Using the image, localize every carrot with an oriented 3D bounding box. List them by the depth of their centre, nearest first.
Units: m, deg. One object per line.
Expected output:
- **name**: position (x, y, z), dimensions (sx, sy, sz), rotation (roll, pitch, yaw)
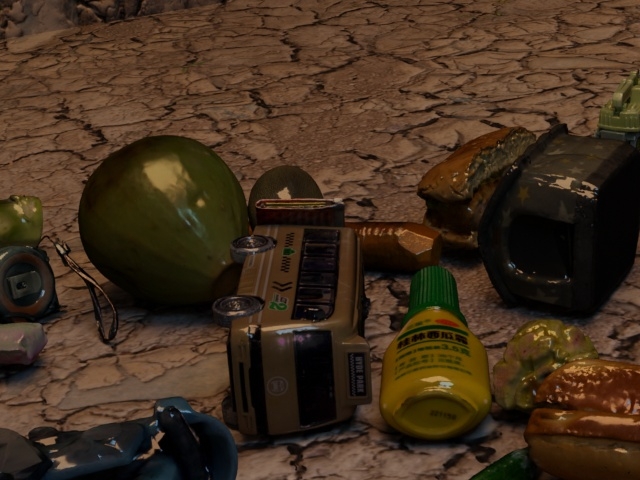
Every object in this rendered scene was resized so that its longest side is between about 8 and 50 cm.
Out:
- **carrot**: position (0.000, 0.000, 1.782), dimensions (0.314, 0.066, 0.066), rotation (4, 24, 22)

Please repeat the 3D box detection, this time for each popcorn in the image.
- **popcorn**: position (0.225, 0.130, 1.388), dimensions (0.109, 0.096, 0.089), rotation (-15, 18, 11)

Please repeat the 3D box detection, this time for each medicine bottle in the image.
- **medicine bottle**: position (0.121, 0.112, 1.477), dimensions (0.111, 0.076, 0.309), rotation (-1, 22, 4)

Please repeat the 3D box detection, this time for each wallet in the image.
- **wallet**: position (-0.021, 0.004, 1.651), dimensions (0.103, 0.196, 0.020), rotation (-2, 63, 1)

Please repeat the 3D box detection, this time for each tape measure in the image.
- **tape measure**: position (-0.325, 0.062, 1.634), dimensions (0.180, 0.104, 0.107), rotation (16, 27, 42)

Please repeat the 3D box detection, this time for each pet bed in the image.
- **pet bed**: position (0.278, -0.030, 1.647), dimensions (0.159, 0.183, 0.211), rotation (10, 26, 27)

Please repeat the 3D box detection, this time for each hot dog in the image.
- **hot dog**: position (0.352, 0.183, 1.233), dimensions (0.337, 0.100, 0.135), rotation (4, 31, 21)

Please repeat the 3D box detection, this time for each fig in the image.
- **fig**: position (-0.189, -0.019, 1.685), dimensions (0.207, 0.207, 0.230), rotation (-8, 31, -9)

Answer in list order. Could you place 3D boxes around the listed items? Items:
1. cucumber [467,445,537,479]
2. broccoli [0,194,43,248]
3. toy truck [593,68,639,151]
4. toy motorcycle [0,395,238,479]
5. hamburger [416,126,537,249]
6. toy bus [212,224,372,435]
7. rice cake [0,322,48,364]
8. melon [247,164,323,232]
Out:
- **cucumber**: position (0.160, 0.219, 1.259), dimensions (0.037, 0.037, 0.155), rotation (17, 31, 42)
- **broccoli**: position (-0.523, -0.004, 1.754), dimensions (0.362, 0.221, 0.252), rotation (-12, -12, -19)
- **toy truck**: position (0.483, -0.204, 2.135), dimensions (0.077, 0.100, 0.169), rotation (14, 29, 33)
- **toy motorcycle**: position (-0.174, 0.231, 1.112), dimensions (0.232, 0.172, 0.416), rotation (-13, 14, -4)
- **hamburger**: position (0.206, -0.077, 1.837), dimensions (0.131, 0.124, 0.262), rotation (1, 16, 32)
- **toy bus**: position (-0.023, 0.089, 1.479), dimensions (0.157, 0.139, 0.289), rotation (-3, 21, 4)
- **rice cake**: position (-0.458, 0.128, 1.572), dimensions (0.290, 0.051, 0.081), rotation (-3, 13, 6)
- **melon**: position (-0.042, -0.040, 1.725), dimensions (0.098, 0.098, 0.130), rotation (-2, 38, 6)
